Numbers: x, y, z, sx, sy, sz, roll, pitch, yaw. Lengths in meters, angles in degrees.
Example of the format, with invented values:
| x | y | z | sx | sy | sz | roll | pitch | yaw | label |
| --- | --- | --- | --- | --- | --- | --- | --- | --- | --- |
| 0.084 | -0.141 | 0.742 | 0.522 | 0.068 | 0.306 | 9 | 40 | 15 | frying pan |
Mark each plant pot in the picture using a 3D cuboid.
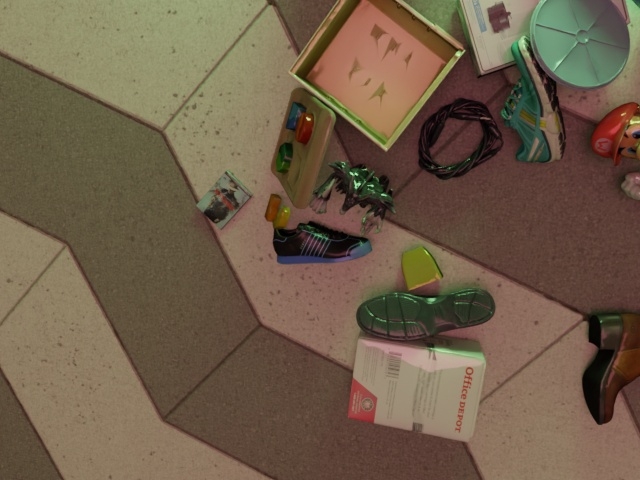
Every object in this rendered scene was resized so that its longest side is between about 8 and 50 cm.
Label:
| x | y | z | sx | sy | sz | roll | pitch | yaw | label |
| --- | --- | --- | --- | --- | --- | --- | --- | --- | --- |
| 0.223 | 0.059 | 1.263 | 0.081 | 0.081 | 0.083 | -23 | 85 | 14 | plant pot |

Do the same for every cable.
| x | y | z | sx | sy | sz | roll | pitch | yaw | label |
| --- | --- | --- | --- | --- | --- | --- | --- | --- | --- |
| 0.290 | -0.218 | 1.211 | 0.184 | 0.047 | 0.150 | -29 | 95 | 15 | cable |

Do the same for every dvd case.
| x | y | z | sx | sy | sz | roll | pitch | yaw | label |
| --- | --- | --- | --- | --- | --- | --- | --- | --- | --- |
| -0.232 | -0.096 | 1.345 | 0.087 | 0.013 | 0.119 | 45 | 104 | -1 | dvd case |

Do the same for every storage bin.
| x | y | z | sx | sy | sz | roll | pitch | yaw | label |
| --- | --- | --- | --- | --- | --- | --- | --- | --- | --- |
| 0.121 | -0.372 | 1.172 | 0.262 | 0.123 | 0.260 | 39 | 105 | 1 | storage bin |

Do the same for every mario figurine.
| x | y | z | sx | sy | sz | roll | pitch | yaw | label |
| --- | --- | --- | --- | --- | --- | --- | --- | --- | --- |
| 0.688 | -0.174 | 1.061 | 0.321 | 0.170 | 0.198 | 8 | 90 | 20 | mario figurine |

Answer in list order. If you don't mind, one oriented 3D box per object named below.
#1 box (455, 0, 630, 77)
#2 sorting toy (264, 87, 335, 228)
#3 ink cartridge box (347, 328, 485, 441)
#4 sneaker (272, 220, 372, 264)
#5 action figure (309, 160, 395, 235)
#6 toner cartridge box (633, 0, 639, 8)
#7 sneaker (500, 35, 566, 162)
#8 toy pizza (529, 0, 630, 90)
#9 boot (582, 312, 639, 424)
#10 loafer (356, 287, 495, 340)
| x | y | z | sx | sy | sz | roll | pitch | yaw | label |
| --- | --- | --- | --- | --- | --- | --- | --- | --- | --- |
| 0.436 | -0.456 | 1.117 | 0.290 | 0.087 | 0.169 | -16 | 98 | 12 | box |
| -0.065 | -0.160 | 1.203 | 0.041 | 0.229 | 0.307 | 9 | 112 | -25 | sorting toy |
| 0.218 | 0.324 | 1.294 | 0.283 | 0.117 | 0.207 | 9 | 102 | 9 | ink cartridge box |
| 0.000 | 0.000 | 1.288 | 0.232 | 0.081 | 0.090 | -5 | 107 | 12 | sneaker |
| 0.074 | -0.088 | 1.156 | 0.164 | 0.275 | 0.141 | 32 | 104 | 3 | action figure |
| 0.679 | -0.600 | 1.005 | 0.075 | 0.165 | 0.347 | 37 | 110 | 46 | toner cartridge box |
| 0.414 | -0.266 | 1.116 | 0.110 | 0.107 | 0.275 | -5 | 128 | 30 | sneaker |
| 0.478 | -0.373 | 1.039 | 0.201 | 0.032 | 0.201 | 1 | 85 | -9 | toy pizza |
| 0.735 | 0.282 | 1.228 | 0.280 | 0.096 | 0.264 | 1 | 94 | 3 | boot |
| 0.234 | 0.171 | 1.258 | 0.303 | 0.095 | 0.109 | -7 | 74 | 6 | loafer |
